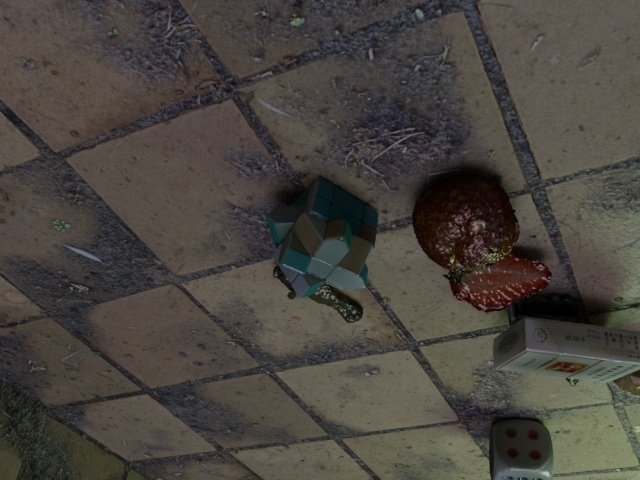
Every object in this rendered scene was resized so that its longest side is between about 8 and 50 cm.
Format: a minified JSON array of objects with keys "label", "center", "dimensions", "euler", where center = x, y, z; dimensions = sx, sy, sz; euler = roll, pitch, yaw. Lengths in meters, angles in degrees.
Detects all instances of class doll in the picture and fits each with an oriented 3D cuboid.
[{"label":"doll","center":[-0.007,0.141,1.835],"dimensions":[0.203,0.091,0.286],"euler":[5,151,21]}]

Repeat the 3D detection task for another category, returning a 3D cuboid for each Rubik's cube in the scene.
[{"label":"Rubik's cube","center":[0.000,0.000,1.564],"dimensions":[0.265,0.213,0.224],"euler":[30,136,-19]}]

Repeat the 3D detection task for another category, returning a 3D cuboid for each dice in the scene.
[{"label":"dice","center":[0.669,0.721,2.290],"dimensions":[0.193,0.191,0.194],"euler":[1,137,7]}]

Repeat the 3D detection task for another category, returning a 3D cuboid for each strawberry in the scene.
[{"label":"strawberry","center":[0.425,0.088,1.686],"dimensions":[0.236,0.106,0.175],"euler":[22,104,-5]}]

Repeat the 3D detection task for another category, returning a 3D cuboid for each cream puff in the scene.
[{"label":"cream puff","center":[0.322,-0.028,1.516],"dimensions":[0.240,0.164,0.240],"euler":[0,129,0]}]

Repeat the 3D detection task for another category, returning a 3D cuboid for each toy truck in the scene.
[{"label":"toy truck","center":[0.580,0.200,1.800],"dimensions":[0.178,0.080,0.115],"euler":[5,148,1]}]

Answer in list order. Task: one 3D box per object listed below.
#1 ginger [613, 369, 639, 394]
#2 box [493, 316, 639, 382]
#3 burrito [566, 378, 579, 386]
[{"label":"ginger","center":[0.985,0.358,1.873],"dimensions":[0.354,0.126,0.190],"euler":[-15,129,27]},{"label":"box","center":[0.644,0.288,1.778],"dimensions":[0.331,0.095,0.210],"euler":[9,155,-6]},{"label":"burrito","center":[0.724,0.365,1.981],"dimensions":[0.042,0.051,0.171],"euler":[-4,138,24]}]
